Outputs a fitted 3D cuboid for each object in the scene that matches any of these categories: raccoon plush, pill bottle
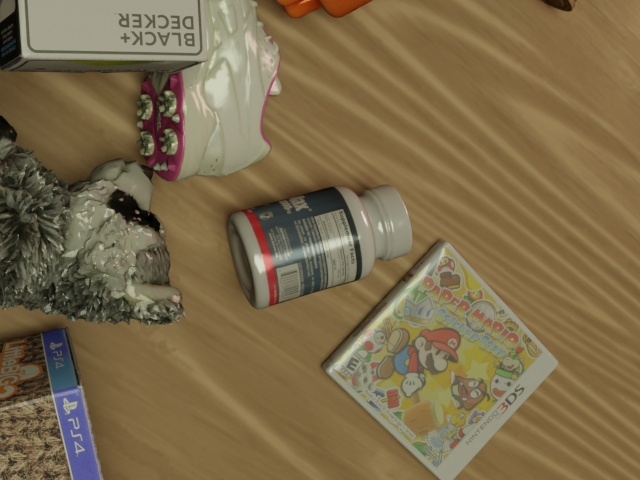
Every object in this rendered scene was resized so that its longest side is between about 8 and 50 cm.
[{"bbox_3d":[-0.349,0.056,0.967,0.446,0.216,0.299,-39,115,-2],"label":"raccoon plush"},{"bbox_3d":[0.000,0.000,1.104,0.180,0.108,0.108,-16,105,-15],"label":"pill bottle"}]

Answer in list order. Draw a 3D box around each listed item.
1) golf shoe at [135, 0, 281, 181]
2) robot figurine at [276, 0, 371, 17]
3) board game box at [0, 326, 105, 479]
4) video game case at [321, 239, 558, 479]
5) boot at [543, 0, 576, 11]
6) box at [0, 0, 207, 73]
[{"bbox_3d":[-0.104,-0.212,1.041,0.140,0.115,0.306,0,103,-33],"label":"golf shoe"},{"bbox_3d":[0.045,-0.309,1.032,0.219,0.128,0.158,-27,132,10],"label":"robot figurine"},{"bbox_3d":[-0.361,0.246,1.004,0.291,0.141,0.232,-13,113,-15],"label":"board game box"},{"bbox_3d":[0.147,0.148,1.224,0.206,0.026,0.227,-46,110,-5],"label":"video game case"},{"bbox_3d":[0.264,-0.368,1.137,0.152,0.073,0.197,-44,113,-10],"label":"boot"},{"bbox_3d":[-0.194,-0.293,0.891,0.169,0.087,0.290,-3,93,-29],"label":"box"}]
